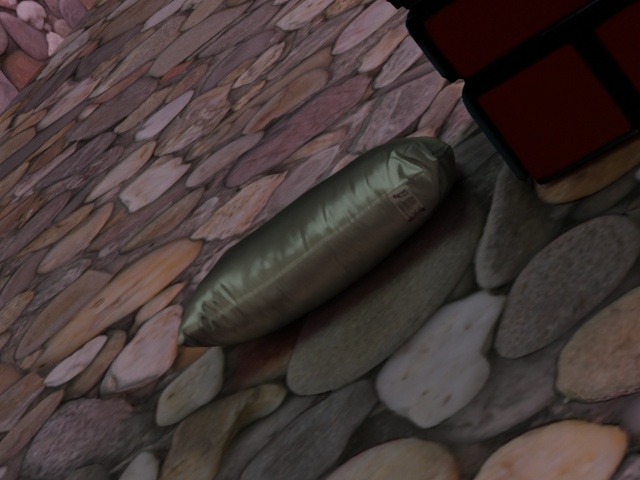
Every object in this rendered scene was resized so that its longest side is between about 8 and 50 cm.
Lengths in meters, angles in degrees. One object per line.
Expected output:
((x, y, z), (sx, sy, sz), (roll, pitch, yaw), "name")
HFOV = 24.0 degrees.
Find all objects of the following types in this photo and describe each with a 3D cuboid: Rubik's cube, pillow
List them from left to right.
((-0.001, 0.000, 1.213), (0.254, 0.078, 0.144), (-35, 10, 10), "pillow")
((0.202, -0.262, 1.126), (0.293, 0.283, 0.288), (-29, 23, 23), "Rubik's cube")
